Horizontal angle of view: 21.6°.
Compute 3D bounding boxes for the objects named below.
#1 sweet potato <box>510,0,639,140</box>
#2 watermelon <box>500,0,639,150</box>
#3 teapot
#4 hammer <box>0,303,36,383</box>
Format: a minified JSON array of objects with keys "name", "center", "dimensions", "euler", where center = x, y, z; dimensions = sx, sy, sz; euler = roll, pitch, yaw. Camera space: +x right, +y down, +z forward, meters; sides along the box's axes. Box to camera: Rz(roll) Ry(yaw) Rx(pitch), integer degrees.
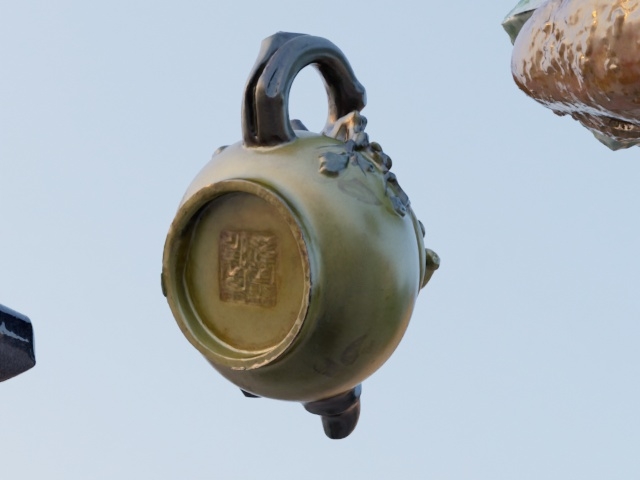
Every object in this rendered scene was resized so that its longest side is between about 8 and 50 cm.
[{"name":"sweet potato","center":[0.120,-0.066,0.541],"dimensions":[0.068,0.060,0.206],"euler":[48,-15,-10]},{"name":"watermelon","center":[0.245,-0.141,1.108],"dimensions":[0.154,0.094,0.241],"euler":[54,-35,-6]},{"name":"teapot","center":[0.000,0.000,1.091],"dimensions":[0.173,0.269,0.183],"euler":[3,6,37]},{"name":"hammer","center":[-0.269,0.034,0.903],"dimensions":[0.037,0.137,0.290],"euler":[25,0,44]}]
